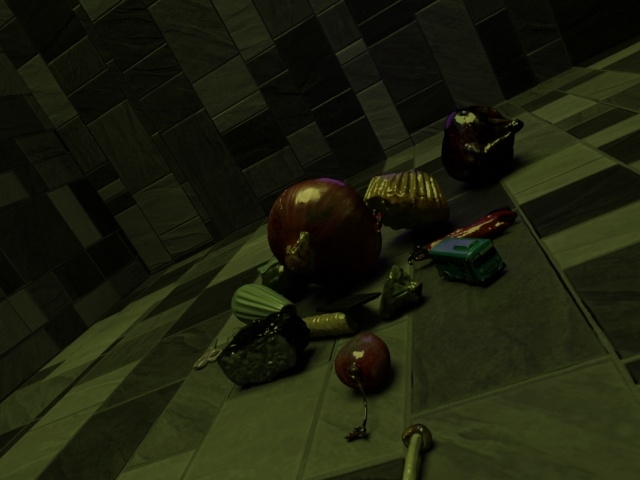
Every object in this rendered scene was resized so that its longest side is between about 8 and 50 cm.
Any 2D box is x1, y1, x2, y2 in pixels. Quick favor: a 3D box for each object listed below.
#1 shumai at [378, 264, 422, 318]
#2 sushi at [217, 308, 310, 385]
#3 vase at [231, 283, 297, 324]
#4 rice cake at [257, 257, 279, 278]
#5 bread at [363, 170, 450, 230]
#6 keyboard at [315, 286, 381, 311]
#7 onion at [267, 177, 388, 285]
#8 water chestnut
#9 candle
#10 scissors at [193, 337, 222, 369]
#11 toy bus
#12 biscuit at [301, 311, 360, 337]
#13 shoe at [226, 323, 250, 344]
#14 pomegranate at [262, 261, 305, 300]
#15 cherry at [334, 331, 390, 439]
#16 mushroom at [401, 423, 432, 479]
[{"bbox_3d":[0.188,0.124,1.134,0.087,0.124,0.099,15,4,12],"label":"shumai"},{"bbox_3d":[-0.130,0.257,1.181,0.225,0.124,0.127,-29,12,26],"label":"sushi"},{"bbox_3d":[-0.165,0.201,1.472,0.128,0.128,0.248,-38,25,-31],"label":"vase"},{"bbox_3d":[-0.105,0.055,1.997,0.336,0.063,0.066,-34,22,-26],"label":"rice cake"},{"bbox_3d":[0.263,-0.120,1.503,0.274,0.274,0.149,-6,70,58],"label":"bread"},{"bbox_3d":[0.046,0.159,1.287,0.103,0.041,0.381,-21,4,-17],"label":"keyboard"},{"bbox_3d":[0.020,-0.024,1.442,0.353,0.354,0.353,-27,14,7],"label":"onion"},{"bbox_3d":[0.551,-0.331,1.692,0.289,0.289,0.244,-37,47,-29],"label":"water chestnut"},{"bbox_3d":[0.364,-0.007,1.277,0.301,0.059,0.084,-25,2,10],"label":"candle"},{"bbox_3d":[-0.339,0.342,1.534,0.100,0.015,0.189,-27,11,3],"label":"scissors"},{"bbox_3d":[0.325,0.041,1.106,0.079,0.092,0.160,-35,15,-16],"label":"toy bus"},{"bbox_3d":[0.003,0.213,1.219,0.219,0.061,0.055,-18,40,45],"label":"biscuit"},{"bbox_3d":[-0.199,0.274,1.383,0.099,0.071,0.169,-26,10,3],"label":"shoe"},{"bbox_3d":[-0.096,0.126,1.618,0.152,0.131,0.191,-27,-10,34],"label":"pomegranate"},{"bbox_3d":[0.066,0.253,0.891,0.107,0.090,0.225,-8,31,28],"label":"cherry"},{"bbox_3d":[0.071,0.352,0.617,0.306,0.043,0.068,-43,2,-40],"label":"mushroom"}]
